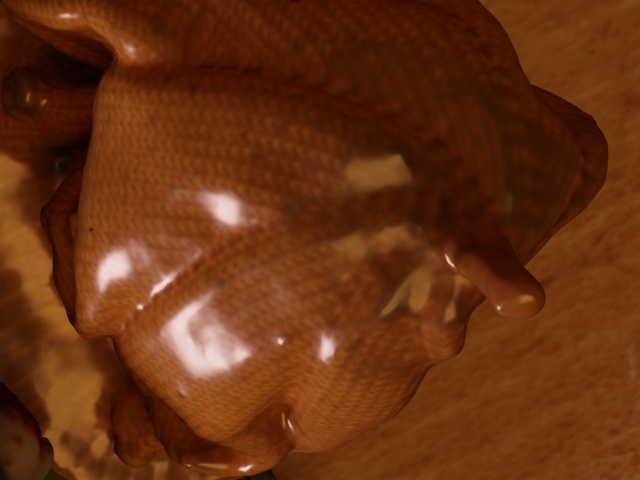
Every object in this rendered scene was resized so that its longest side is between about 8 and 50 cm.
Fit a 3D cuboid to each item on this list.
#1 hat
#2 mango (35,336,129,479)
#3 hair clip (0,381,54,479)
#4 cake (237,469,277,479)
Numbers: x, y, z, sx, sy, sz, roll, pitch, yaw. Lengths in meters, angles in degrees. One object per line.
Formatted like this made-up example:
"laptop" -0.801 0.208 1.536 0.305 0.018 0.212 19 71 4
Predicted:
"hat" 0.000 0.000 0.590 0.233 0.233 0.244 31 87 -29
"mango" -0.077 0.055 0.752 0.191 0.085 0.122 -17 129 -13
"hair clip" -0.213 0.024 0.611 0.321 0.091 0.138 38 147 -21
"cake" -0.023 0.193 0.930 0.100 0.099 0.235 -33 155 -1
